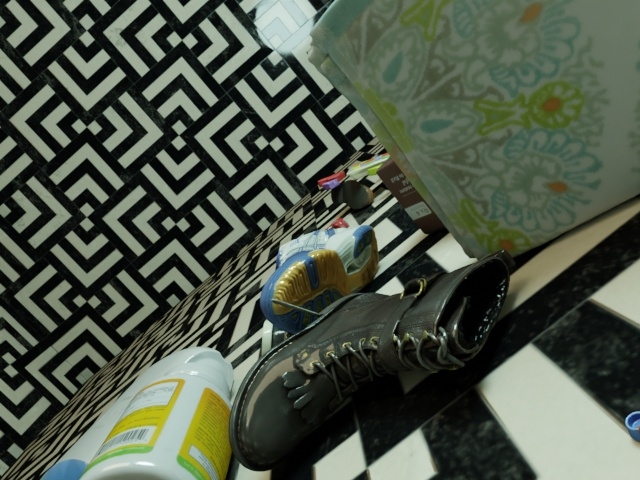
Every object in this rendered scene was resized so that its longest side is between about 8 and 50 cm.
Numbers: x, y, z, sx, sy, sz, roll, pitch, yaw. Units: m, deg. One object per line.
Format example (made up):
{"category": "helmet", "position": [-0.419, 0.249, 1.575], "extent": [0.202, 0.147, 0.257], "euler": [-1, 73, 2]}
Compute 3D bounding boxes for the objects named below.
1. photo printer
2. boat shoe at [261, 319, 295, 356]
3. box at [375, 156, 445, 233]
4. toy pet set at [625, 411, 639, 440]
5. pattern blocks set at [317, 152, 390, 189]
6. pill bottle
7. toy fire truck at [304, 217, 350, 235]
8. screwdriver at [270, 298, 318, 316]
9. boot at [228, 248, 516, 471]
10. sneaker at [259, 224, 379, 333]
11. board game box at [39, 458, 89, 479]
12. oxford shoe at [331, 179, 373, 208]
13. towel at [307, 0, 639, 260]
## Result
{"category": "photo printer", "position": [-0.283, 0.300, 0.799], "extent": [0.256, 0.107, 0.307], "euler": [-29, 16, 48]}
{"category": "boat shoe", "position": [-0.033, 0.133, 0.751], "extent": [0.079, 0.084, 0.233], "euler": [-2, 7, 4]}
{"category": "box", "position": [0.274, -0.192, 0.778], "extent": [0.381, 0.143, 0.191], "euler": [-49, 13, -32]}
{"category": "toy pet set", "position": [0.195, 0.055, 0.208], "extent": [0.122, 0.065, 0.114], "euler": [-40, 10, 7]}
{"category": "pattern blocks set", "position": [0.154, -0.204, 1.307], "extent": [0.324, 0.026, 0.285], "euler": [-22, 12, -3]}
{"category": "pill bottle", "position": [-0.170, 0.238, 0.566], "extent": [0.136, 0.136, 0.246], "euler": [-40, 10, 6]}
{"category": "toy fire truck", "position": [0.000, 0.000, 1.217], "extent": [0.192, 0.047, 0.135], "euler": [-35, 10, 27]}
{"category": "screwdriver", "position": [-0.004, 0.086, 0.600], "extent": [0.024, 0.170, 0.025], "euler": [-17, 58, 32]}
{"category": "boot", "position": [0.045, 0.107, 0.469], "extent": [0.263, 0.091, 0.229], "euler": [-45, 10, -33]}
{"category": "sneaker", "position": [-0.019, 0.054, 0.721], "extent": [0.130, 0.112, 0.296], "euler": [-1, 12, 26]}
{"category": "board game box", "position": [-0.281, 0.343, 0.581], "extent": [0.133, 0.169, 0.033], "euler": [-26, -24, 21]}
{"category": "oxford shoe", "position": [0.100, -0.128, 1.355], "extent": [0.076, 0.076, 0.212], "euler": [-2, 10, -20]}
{"category": "towel", "position": [0.205, -0.180, 0.452], "extent": [0.374, 0.320, 0.090], "euler": [-35, 9, 33]}
